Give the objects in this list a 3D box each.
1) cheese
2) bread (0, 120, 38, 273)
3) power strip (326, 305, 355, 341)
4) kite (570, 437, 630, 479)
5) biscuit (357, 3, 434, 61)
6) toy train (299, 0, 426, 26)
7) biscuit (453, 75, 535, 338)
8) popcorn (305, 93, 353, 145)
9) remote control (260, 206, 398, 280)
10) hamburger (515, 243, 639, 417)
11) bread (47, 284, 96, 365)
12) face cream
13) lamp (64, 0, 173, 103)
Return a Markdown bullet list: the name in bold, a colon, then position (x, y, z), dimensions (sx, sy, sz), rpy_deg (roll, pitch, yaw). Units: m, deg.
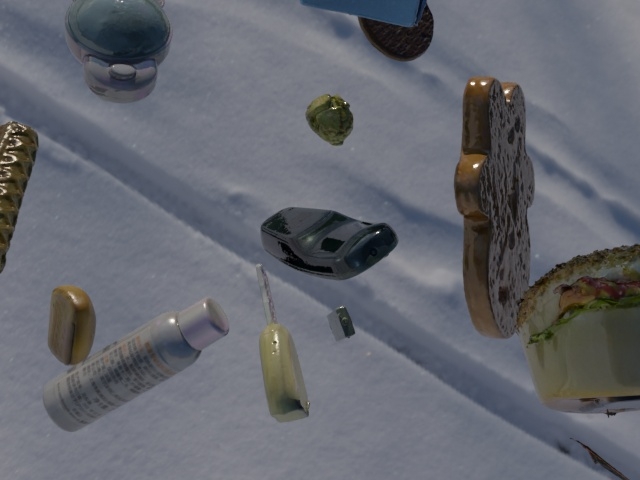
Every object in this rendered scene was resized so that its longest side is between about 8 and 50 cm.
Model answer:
- **cheese**: position (-0.066, 0.153, 1.328), dimensions (0.050, 0.127, 0.256), rpy_deg (-16, 62, 5)
- **bread**: position (-0.534, -0.072, 1.446), dimensions (0.077, 0.084, 0.368), rpy_deg (47, 26, -39)
- **power strip**: position (0.033, 0.131, 1.367), dimensions (0.019, 0.136, 0.051), rpy_deg (-18, 82, -9)
- **kite**: position (0.282, 0.226, 0.724), dimensions (0.190, 0.159, 0.010), rpy_deg (41, 88, -7)
- **biscuit**: position (0.168, -0.497, 1.961), dimensions (0.212, 0.036, 0.212), rpy_deg (9, 72, -29)
- **toy train**: position (0.077, -0.421, 1.048), dimensions (0.188, 0.265, 0.300), rpy_deg (12, 51, 3)
- **biscuit**: position (0.237, -0.044, 1.194), dimensions (0.275, 0.052, 0.355), rpy_deg (-17, 106, -60)
- **popcorn**: position (0.025, -0.284, 2.018), dimensions (0.116, 0.106, 0.121), rpy_deg (24, 18, -37)
- **remote control**: position (0.000, 0.000, 0.861), dimensions (0.072, 0.222, 0.042), rpy_deg (-36, 110, -18)
- **hamburger**: position (0.368, 0.101, 1.010), dimensions (0.275, 0.294, 0.179), rpy_deg (-4, 72, 1)
- **bread**: position (-0.355, 0.122, 1.267), dimensions (0.056, 0.082, 0.115), rpy_deg (-9, 116, -45)
- **face cream**: position (-0.240, 0.161, 1.154), dimensions (0.082, 0.269, 0.082), rpy_deg (55, 14, -21)
- **lamp**: position (-0.337, -0.342, 1.468), dimensions (0.179, 0.108, 0.246), rpy_deg (-2, 60, -13)
